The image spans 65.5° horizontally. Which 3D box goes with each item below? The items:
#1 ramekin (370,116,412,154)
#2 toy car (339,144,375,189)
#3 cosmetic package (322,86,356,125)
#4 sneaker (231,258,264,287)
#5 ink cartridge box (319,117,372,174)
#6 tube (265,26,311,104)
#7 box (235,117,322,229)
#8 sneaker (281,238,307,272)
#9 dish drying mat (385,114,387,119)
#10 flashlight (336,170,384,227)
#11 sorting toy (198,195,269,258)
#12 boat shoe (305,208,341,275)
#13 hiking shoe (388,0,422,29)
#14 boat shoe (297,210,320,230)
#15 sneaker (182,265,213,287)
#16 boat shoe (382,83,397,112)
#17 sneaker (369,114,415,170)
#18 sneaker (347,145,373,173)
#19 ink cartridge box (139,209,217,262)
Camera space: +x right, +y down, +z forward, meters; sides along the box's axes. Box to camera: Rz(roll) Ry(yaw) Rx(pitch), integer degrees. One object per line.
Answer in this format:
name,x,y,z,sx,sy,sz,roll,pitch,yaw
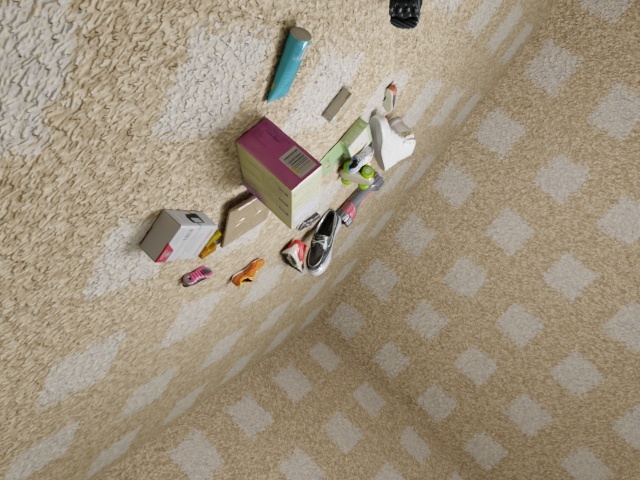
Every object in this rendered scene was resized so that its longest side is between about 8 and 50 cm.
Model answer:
ramekin,0.327,-0.440,2.245,0.207,0.109,0.207,-45,165,-15
toy car,0.172,-0.336,2.108,0.155,0.149,0.188,99,7,-75
cosmetic package,0.061,-0.432,1.612,0.115,0.041,0.060,-51,165,13
sneaker,-0.288,0.137,2.043,0.175,0.067,0.064,-40,162,-34
ink cartridge box,0.101,-0.347,1.937,0.235,0.056,0.171,-50,167,-1
tube,-0.079,-0.420,1.222,0.080,0.052,0.207,-31,164,-37
box,-0.114,-0.181,1.404,0.117,0.213,0.243,-43,165,-19
sneaker,-0.103,0.070,2.354,0.118,0.107,0.279,-56,171,-14
dish drying mat,0.251,-0.492,2.084,0.083,0.008,0.032,-41,164,-22
flashlight,0.202,-0.207,2.522,0.304,0.103,0.103,-47,-168,-7
sorting toy,-0.271,-0.067,1.620,0.307,0.041,0.229,-37,167,-37
boat shoe,0.000,0.000,2.361,0.119,0.121,0.334,58,46,-57
hiking shoe,0.226,-0.711,1.295,0.304,0.113,0.132,87,16,-62
boat shoe,-0.052,-0.081,2.218,0.125,0.038,0.046,-42,165,-23
sneaker,-0.419,0.127,1.685,0.119,0.047,0.057,-22,158,-46
boat shoe,0.273,-0.548,1.926,0.043,0.049,0.137,-46,161,-16
sneaker,0.300,-0.431,2.045,0.169,0.108,0.292,-30,147,-6
sneaker,0.156,-0.319,1.965,0.135,0.052,0.058,-50,163,10
ink cartridge box,-0.381,-0.013,1.351,0.127,0.072,0.175,-52,165,14
